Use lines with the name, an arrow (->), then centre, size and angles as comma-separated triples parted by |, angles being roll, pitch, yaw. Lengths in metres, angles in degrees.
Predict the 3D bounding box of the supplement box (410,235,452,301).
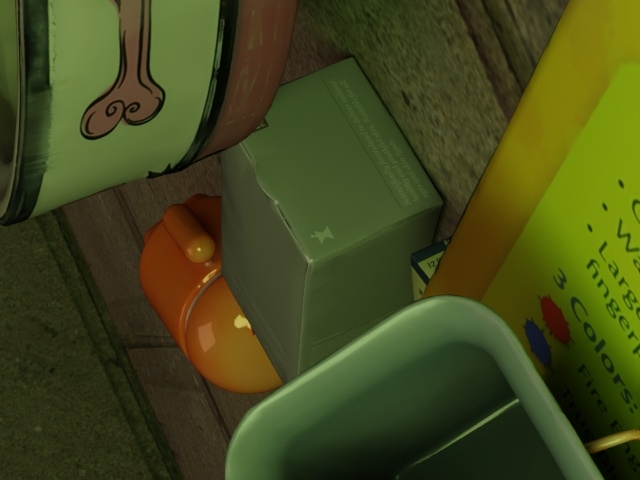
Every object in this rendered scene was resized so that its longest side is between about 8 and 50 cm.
supplement box -> 0.096, 0.049, 0.874 | 0.083, 0.056, 0.083 | 53, 161, 40

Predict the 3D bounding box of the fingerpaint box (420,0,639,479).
fingerpaint box -> 0.221, 0.113, 0.339 | 0.444, 0.163, 0.371 | 61, 165, 16

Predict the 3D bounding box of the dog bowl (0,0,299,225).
dog bowl -> -0.128, -0.217, 0.876 | 0.408, 0.150, 0.407 | 174, 90, -73

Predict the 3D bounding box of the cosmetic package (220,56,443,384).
cosmetic package -> 0.000, 0.000, 1.049 | 0.127, 0.107, 0.238 | 60, 162, 20

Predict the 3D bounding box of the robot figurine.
robot figurine -> -0.073, 0.046, 1.321 | 0.219, 0.128, 0.158 | 49, 137, 50

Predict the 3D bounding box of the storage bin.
storage bin -> 0.054, 0.087, 0.404 | 0.135, 0.098, 0.091 | 60, -167, 19
